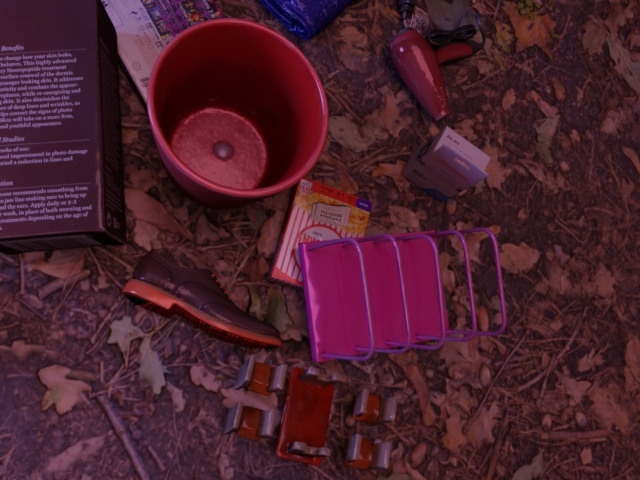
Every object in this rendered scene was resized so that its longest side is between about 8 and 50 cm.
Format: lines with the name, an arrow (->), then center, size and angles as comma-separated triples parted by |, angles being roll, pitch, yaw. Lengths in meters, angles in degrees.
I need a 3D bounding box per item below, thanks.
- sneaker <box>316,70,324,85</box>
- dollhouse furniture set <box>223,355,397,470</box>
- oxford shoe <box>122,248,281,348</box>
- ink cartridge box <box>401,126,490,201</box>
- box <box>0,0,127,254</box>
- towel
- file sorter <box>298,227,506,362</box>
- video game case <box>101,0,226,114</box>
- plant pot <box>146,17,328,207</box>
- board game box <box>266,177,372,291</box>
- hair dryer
sneaker -> -0.048, -0.269, 1.148 | 0.158, 0.065, 0.061 | -42, 93, -20
dollhouse furniture set -> -0.033, 0.341, 1.017 | 0.261, 0.135, 0.259 | 19, 63, -14
oxford shoe -> -0.178, 0.099, 1.018 | 0.271, 0.097, 0.098 | 26, 66, -11
ink cartridge box -> 0.239, -0.144, 1.154 | 0.104, 0.180, 0.060 | 33, 71, -9
box -> -0.417, -0.178, 0.956 | 0.191, 0.143, 0.382 | -4, 82, -4
towel -> -0.004, -0.557, 1.221 | 0.228, 0.076, 0.308 | 47, 71, -7
file sorter -> 0.142, 0.083, 1.040 | 0.290, 0.182, 0.202 | -5, 86, -30
video game case -> -0.263, -0.357, 1.109 | 0.210, 0.042, 0.232 | -30, 89, -20
plant pot -> -0.147, -0.173, 1.002 | 0.274, 0.243, 0.275 | 3, 78, -17
board game box -> 0.000, 0.000, 1.119 | 0.146, 0.045, 0.194 | 18, 74, -14
hair dryer -> 0.247, -0.380, 1.259 | 0.223, 0.080, 0.294 | 15, 75, -15
